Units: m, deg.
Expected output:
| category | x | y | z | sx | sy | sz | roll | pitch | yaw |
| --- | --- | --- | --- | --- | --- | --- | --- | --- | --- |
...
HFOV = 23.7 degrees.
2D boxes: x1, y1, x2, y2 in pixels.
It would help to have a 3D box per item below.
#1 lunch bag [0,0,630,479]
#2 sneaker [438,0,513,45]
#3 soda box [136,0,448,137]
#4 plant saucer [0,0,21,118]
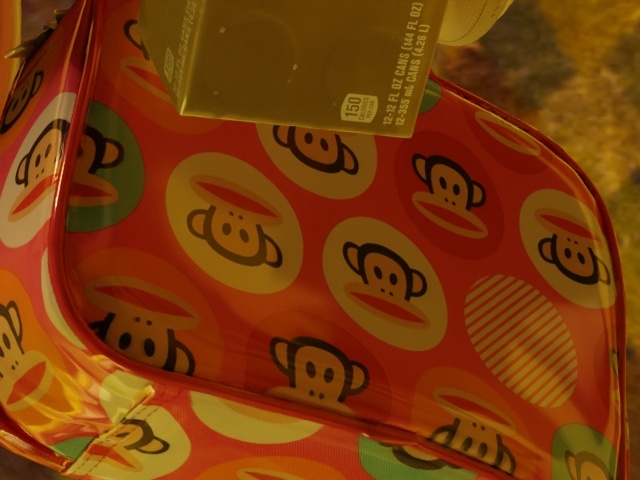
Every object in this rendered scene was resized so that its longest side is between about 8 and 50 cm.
| category | x | y | z | sx | sy | sz | roll | pitch | yaw |
| --- | --- | --- | --- | --- | --- | --- | --- | --- | --- |
| lunch bag | 0.000 | 0.000 | 0.668 | 0.293 | 0.120 | 0.258 | 24 | 49 | -25 |
| sneaker | 0.027 | -0.170 | 0.732 | 0.121 | 0.099 | 0.262 | -54 | 149 | -21 |
| soda box | 0.006 | -0.118 | 0.347 | 0.061 | 0.058 | 0.181 | 4 | 116 | -20 |
| plant saucer | -0.279 | -0.158 | 1.030 | 0.084 | 0.332 | 0.332 | 2 | 93 | 7 |
